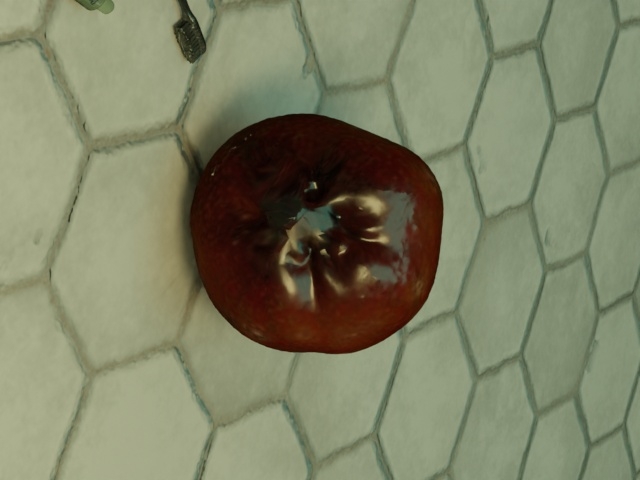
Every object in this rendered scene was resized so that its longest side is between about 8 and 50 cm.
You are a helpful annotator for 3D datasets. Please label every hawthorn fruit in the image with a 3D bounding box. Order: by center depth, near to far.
[{"bbox_3d":[0.005,0.003,1.950,0.311,0.295,0.295,42,64,-52],"label":"hawthorn fruit"}]

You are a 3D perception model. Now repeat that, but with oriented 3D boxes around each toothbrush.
[{"bbox_3d":[-0.178,-0.317,1.808,0.031,0.023,0.321,-57,142,-36],"label":"toothbrush"}]

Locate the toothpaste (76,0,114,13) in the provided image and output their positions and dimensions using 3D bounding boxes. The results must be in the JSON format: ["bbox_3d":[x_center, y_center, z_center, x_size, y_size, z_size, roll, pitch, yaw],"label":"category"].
[{"bbox_3d":[-0.263,-0.272,1.684,0.197,0.029,0.048,36,66,-52],"label":"toothpaste"}]
